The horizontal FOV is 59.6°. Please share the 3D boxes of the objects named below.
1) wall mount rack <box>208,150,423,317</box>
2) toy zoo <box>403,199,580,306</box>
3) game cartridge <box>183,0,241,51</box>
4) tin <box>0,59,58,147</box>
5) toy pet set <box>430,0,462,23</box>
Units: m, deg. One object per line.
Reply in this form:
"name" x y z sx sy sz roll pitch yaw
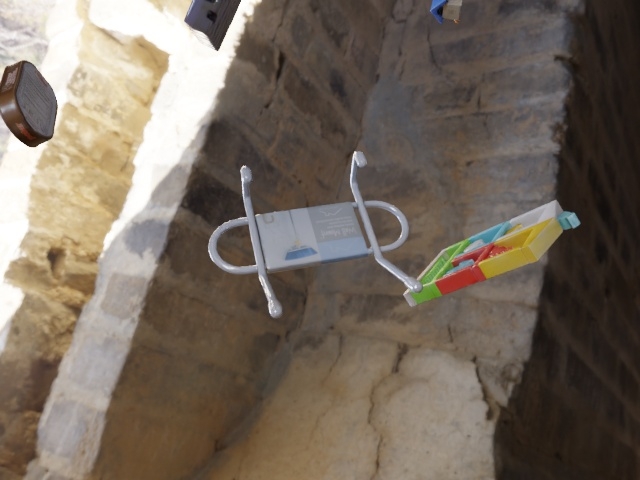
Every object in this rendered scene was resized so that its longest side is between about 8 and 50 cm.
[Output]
"wall mount rack" 0.000 0.000 0.887 0.349 0.304 0.131 -9 145 -11
"toy zoo" 0.298 0.016 0.957 0.293 0.192 0.030 -29 96 42
"game cartridge" -0.146 -0.532 1.018 0.068 0.355 0.230 24 -173 -14
"tin" -0.504 -0.239 0.970 0.040 0.190 0.106 -20 137 1
"toy pet set" 0.290 -0.545 1.269 0.065 0.114 0.122 11 149 10
